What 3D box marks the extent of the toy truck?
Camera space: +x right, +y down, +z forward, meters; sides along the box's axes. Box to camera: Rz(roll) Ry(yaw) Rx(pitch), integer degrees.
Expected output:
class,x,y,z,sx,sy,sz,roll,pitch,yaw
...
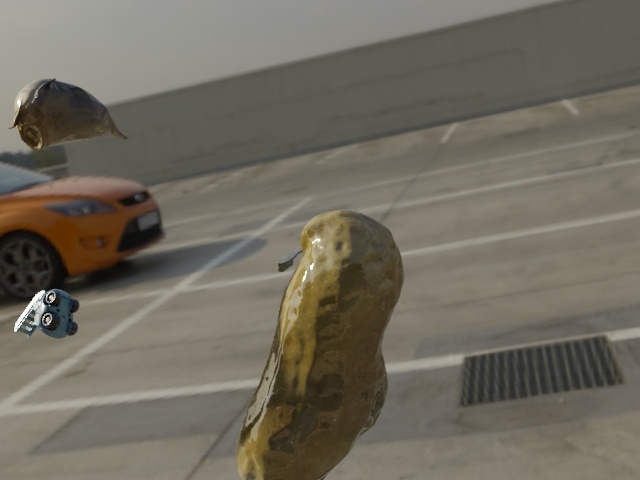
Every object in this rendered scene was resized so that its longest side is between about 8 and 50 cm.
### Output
class,x,y,z,sx,sy,sz,roll,pitch,yaw
toy truck,-0.407,0.113,1.356,0.090,0.073,0.056,-14,-27,26

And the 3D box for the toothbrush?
class,x,y,z,sx,sy,sz,roll,pitch,yaw
toothbrush,0.000,-0.002,1.227,0.014,0.017,0.194,24,35,26

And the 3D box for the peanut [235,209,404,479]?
class,x,y,z,sx,sy,sz,roll,pitch,yaw
peanut,0.000,0.083,0.646,0.100,0.213,0.099,11,6,-1

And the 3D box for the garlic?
class,x,y,z,sx,sy,sz,roll,pitch,yaw
garlic,-0.307,-0.149,1.086,0.066,0.084,0.152,-9,6,33
